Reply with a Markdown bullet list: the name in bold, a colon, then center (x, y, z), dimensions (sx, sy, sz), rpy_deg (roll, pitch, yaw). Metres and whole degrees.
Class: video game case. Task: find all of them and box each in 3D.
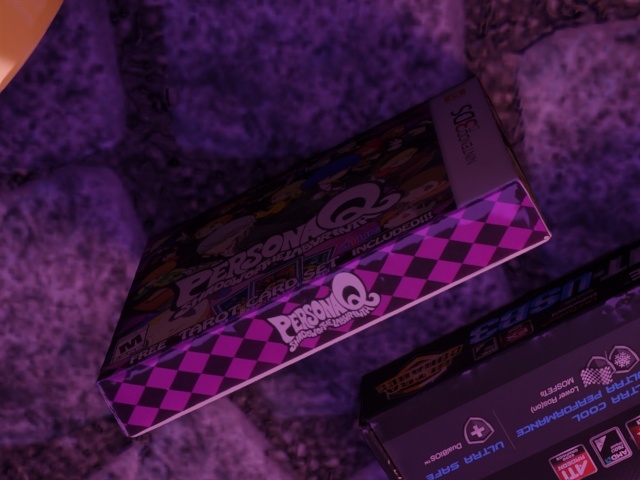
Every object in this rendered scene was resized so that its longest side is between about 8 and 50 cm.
- **video game case**: center (0.000, 0.000, 0.764), dimensions (0.232, 0.210, 0.042), rpy_deg (-26, 107, 10)

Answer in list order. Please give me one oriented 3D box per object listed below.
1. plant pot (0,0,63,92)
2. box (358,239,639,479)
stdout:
- **plant pot**: center (-0.263, -0.168, 0.700), dimensions (0.254, 0.254, 0.239), rpy_deg (-43, 121, 14)
- **box**: center (0.220, 0.153, 0.894), dimensions (0.295, 0.073, 0.293), rpy_deg (-27, 107, 10)
